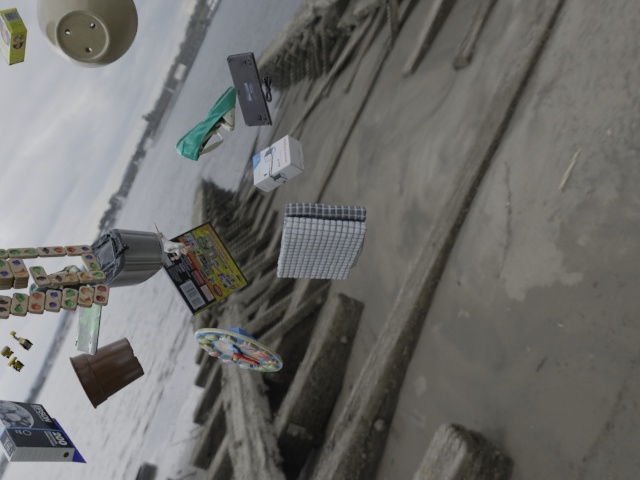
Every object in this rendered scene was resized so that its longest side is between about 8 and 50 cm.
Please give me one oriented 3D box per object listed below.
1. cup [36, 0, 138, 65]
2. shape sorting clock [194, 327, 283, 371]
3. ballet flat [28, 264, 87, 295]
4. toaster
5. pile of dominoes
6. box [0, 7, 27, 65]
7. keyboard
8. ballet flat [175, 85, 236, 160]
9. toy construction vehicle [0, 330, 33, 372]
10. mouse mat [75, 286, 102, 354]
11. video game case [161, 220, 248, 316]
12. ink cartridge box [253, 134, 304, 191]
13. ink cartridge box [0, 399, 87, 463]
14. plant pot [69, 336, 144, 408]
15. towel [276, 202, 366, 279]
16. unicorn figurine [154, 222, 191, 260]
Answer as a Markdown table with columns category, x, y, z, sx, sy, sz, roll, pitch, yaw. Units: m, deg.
| category | x | y | z | sx | sy | sz | roll | pitch | yaw |
| --- | --- | --- | --- | --- | --- | --- | --- | --- | --- |
| cup | -0.774 | -0.707 | 2.112 | 0.331 | 0.331 | 0.237 | -59 | 28 | 23 |
| shape sorting clock | -0.182 | 0.246 | 1.414 | 0.206 | 0.206 | 0.040 | -41 | 27 | 54 |
| ballet flat | -0.659 | 0.102 | 1.656 | 0.074 | 0.074 | 0.203 | -60 | -12 | 19 |
| toaster | -0.516 | 0.046 | 1.705 | 0.227 | 0.146 | 0.129 | -32 | 68 | 38 |
| pile of dominoes | -0.548 | 0.065 | 1.282 | 0.196 | 0.251 | 0.040 | 48 | 125 | 34 |
| box | -1.004 | -0.660 | 2.085 | 0.058 | 0.087 | 0.232 | -28 | 2 | -28 |
| keyboard | -0.158 | -0.365 | 1.555 | 0.108 | 0.180 | 0.023 | 3 | 32 | 31 |
| ballet flat | -0.285 | -0.308 | 1.735 | 0.247 | 0.087 | 0.083 | -52 | 0 | -16 |
| toy construction vehicle | -0.862 | 0.312 | 1.806 | 0.086 | 0.035 | 0.098 | -63 | -30 | -29 |
| mouse mat | -0.534 | 0.182 | 1.476 | 0.189 | 0.007 | 0.153 | -8 | 76 | 55 |
| video game case | -0.425 | 0.097 | 2.268 | 0.248 | 0.275 | 0.035 | -30 | -5 | -36 |
| ink cartridge box | -0.161 | -0.291 | 2.432 | 0.190 | 0.082 | 0.140 | -28 | 54 | 33 |
| ink cartridge box | -0.691 | 0.466 | 1.564 | 0.206 | 0.208 | 0.045 | 30 | 91 | 40 |
| plant pot | -0.610 | 0.370 | 1.849 | 0.165 | 0.167 | 0.167 | -28 | 5 | -20 |
| towel | 0.000 | 0.000 | 1.850 | 0.284 | 0.235 | 0.121 | 104 | 166 | -57 |
| unicorn figurine | -0.485 | 0.017 | 2.028 | 0.111 | 0.162 | 0.060 | -59 | -11 | -62 |
